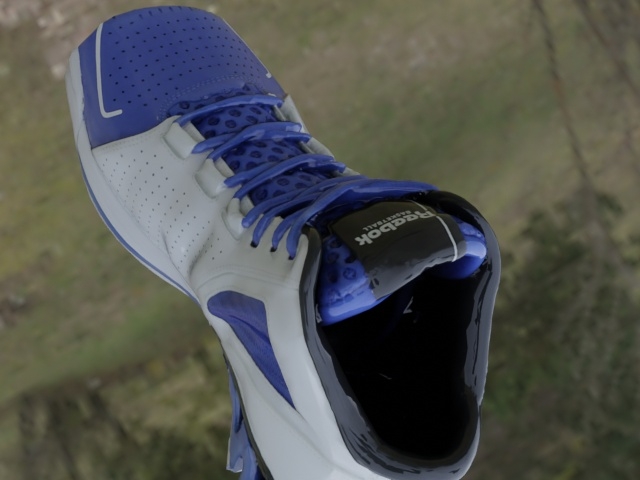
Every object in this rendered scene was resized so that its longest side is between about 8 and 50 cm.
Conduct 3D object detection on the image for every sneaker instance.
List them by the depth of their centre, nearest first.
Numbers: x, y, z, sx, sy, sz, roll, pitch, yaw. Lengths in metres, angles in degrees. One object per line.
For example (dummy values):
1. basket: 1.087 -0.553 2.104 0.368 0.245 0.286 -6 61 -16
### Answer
1. sneaker: 0.000 0.001 0.910 0.127 0.316 0.182 -14 157 -29
